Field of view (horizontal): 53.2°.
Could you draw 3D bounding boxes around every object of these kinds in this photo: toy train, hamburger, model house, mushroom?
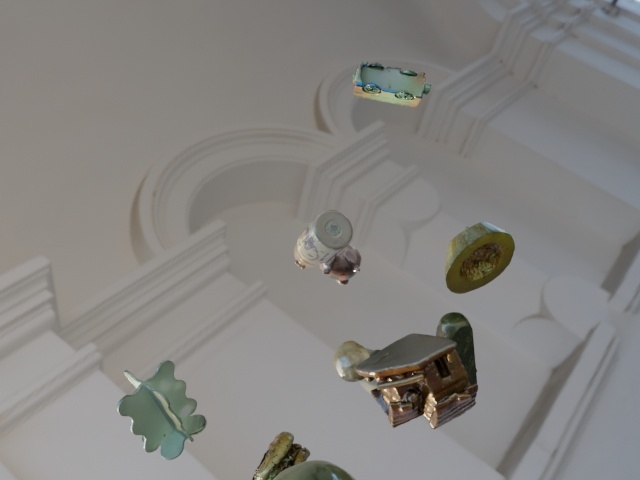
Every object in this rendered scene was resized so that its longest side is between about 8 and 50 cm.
[{"bbox_3d":[0.169,-0.374,1.541,0.099,0.188,0.072,110,171,-83],"label":"toy train"},{"bbox_3d":[-0.113,0.604,1.688,0.185,0.113,0.177,-50,4,-11],"label":"hamburger"},{"bbox_3d":[0.237,0.349,1.498,0.200,0.229,0.220,-33,12,-15],"label":"model house"},{"bbox_3d":[0.155,0.365,1.755,0.329,0.159,0.122,40,-110,-53],"label":"mushroom"}]

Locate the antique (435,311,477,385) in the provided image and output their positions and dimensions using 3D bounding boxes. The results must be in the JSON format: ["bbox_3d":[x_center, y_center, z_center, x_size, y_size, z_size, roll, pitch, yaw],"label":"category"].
[{"bbox_3d":[0.361,0.300,1.715,0.080,0.081,0.220,-15,-68,-12],"label":"antique"}]

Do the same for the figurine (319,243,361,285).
[{"bbox_3d":[0.057,0.064,1.833,0.125,0.125,0.138,-51,-11,-14],"label":"figurine"}]

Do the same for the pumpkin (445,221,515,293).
[{"bbox_3d":[0.412,0.031,1.731,0.218,0.110,0.217,-15,-39,-13],"label":"pumpkin"}]

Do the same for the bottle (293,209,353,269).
[{"bbox_3d":[0.000,0.000,1.533,0.110,0.097,0.209,-53,5,-25],"label":"bottle"}]

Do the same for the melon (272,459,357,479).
[{"bbox_3d":[-0.008,0.548,1.169,0.272,0.308,0.271,-11,-66,-25],"label":"melon"}]

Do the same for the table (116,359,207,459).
[{"bbox_3d":[-0.382,0.392,1.512,0.166,0.167,0.198,-44,-45,-31],"label":"table"}]
